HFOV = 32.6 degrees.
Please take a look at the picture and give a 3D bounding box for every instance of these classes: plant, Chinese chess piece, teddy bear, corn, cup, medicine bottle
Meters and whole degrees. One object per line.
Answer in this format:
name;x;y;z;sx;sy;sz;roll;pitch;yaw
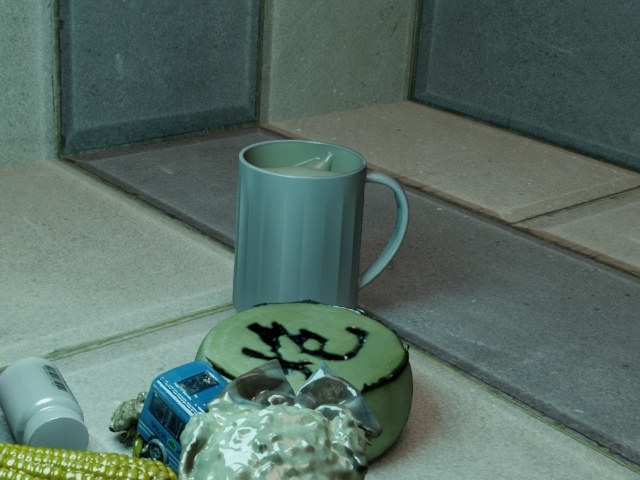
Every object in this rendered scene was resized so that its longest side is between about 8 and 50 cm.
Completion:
plant;-0.263;0.292;1.626;0.116;0.104;0.122;-24;37;41
Chinese chess piece;-0.028;0.220;1.720;0.349;0.146;0.349;3;21;-1
teddy bear;-0.068;0.352;1.137;0.327;0.375;0.362;4;11;13
corn;-0.380;0.330;1.400;0.387;0.144;0.144;7;21;-1
cup;0.000;0.000;2.035;0.322;0.327;0.237;1;21;-5
medicine bottle;-0.411;0.255;1.621;0.102;0.103;0.186;-8;24;-27

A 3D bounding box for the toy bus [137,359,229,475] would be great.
toy bus;-0.135;0.284;1.504;0.113;0.134;0.246;-17;45;-43
